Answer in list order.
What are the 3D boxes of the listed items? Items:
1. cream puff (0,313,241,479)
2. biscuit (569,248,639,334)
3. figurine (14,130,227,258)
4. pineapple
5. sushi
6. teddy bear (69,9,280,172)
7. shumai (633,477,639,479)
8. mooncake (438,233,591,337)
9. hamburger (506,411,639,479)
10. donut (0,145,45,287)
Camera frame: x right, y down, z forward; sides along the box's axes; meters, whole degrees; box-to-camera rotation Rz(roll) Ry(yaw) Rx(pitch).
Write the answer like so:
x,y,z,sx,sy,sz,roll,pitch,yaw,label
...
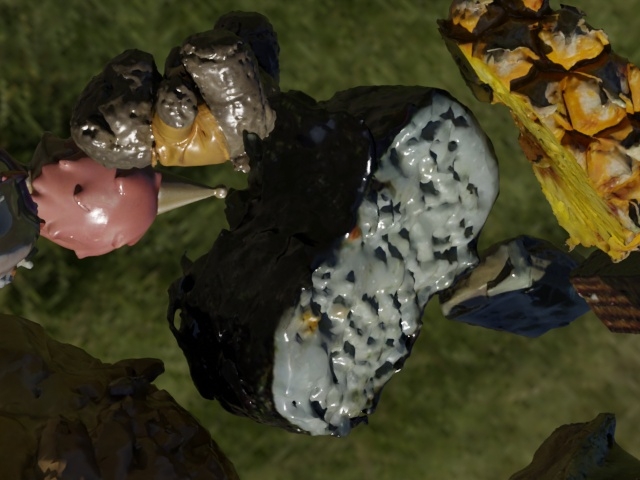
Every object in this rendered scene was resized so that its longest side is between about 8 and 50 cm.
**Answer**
x,y,z,sx,sy,sz,roll,pitch,yaw,label
-0.148,0.220,1.064,0.231,0.343,0.327,11,145,-22,cream puff
0.297,0.023,1.502,0.106,0.070,0.252,-40,-171,-11,biscuit
-0.303,-0.063,2.163,0.387,0.166,0.207,-8,143,-7,figurine
0.166,-0.057,1.097,0.079,0.135,0.233,-53,135,-9,pineapple
0.000,0.000,1.049,0.212,0.115,0.147,-58,140,-13,sushi
-0.130,-0.121,1.670,0.190,0.140,0.177,-8,-164,7,teddy bear
0.177,0.269,1.225,0.267,0.314,0.262,5,98,-29,shumai
0.192,0.042,1.843,0.125,0.073,0.130,18,145,-33,mooncake
0.222,0.305,1.785,0.285,0.134,0.265,-47,179,-21,hamburger
-0.467,-0.019,1.862,0.383,0.383,0.142,-22,114,-42,donut
